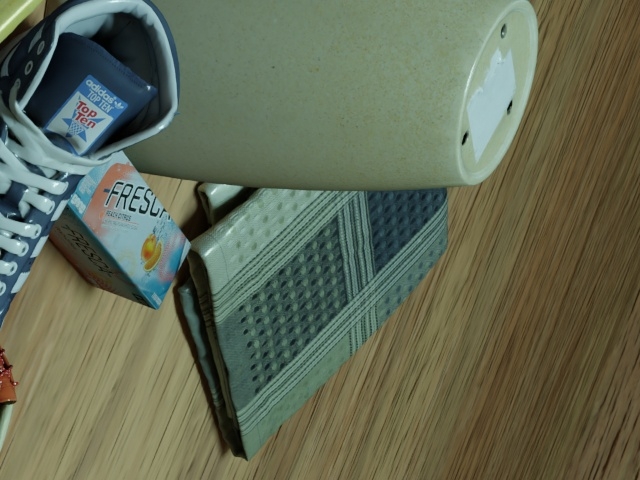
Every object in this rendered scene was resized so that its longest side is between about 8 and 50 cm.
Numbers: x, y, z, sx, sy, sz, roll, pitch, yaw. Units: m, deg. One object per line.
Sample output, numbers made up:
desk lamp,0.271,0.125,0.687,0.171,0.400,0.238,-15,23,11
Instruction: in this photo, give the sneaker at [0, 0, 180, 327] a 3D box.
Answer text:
sneaker,-0.178,-0.028,1.067,0.099,0.153,0.282,35,63,-22

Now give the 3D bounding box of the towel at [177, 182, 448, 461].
towel,0.000,0.000,1.609,0.324,0.056,0.312,-45,150,-27

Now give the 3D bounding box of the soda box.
soda box,-0.153,-0.019,1.270,0.058,0.063,0.183,-64,156,-16

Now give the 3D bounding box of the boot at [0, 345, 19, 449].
boot,-0.219,0.067,1.162,0.059,0.084,0.158,5,101,-65

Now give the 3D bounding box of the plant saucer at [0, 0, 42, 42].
plant saucer,-0.189,-0.210,0.742,0.333,0.081,0.333,-50,154,-27

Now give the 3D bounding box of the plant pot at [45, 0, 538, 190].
plant pot,-0.002,-0.135,1.254,0.256,0.274,0.256,-49,149,-43
